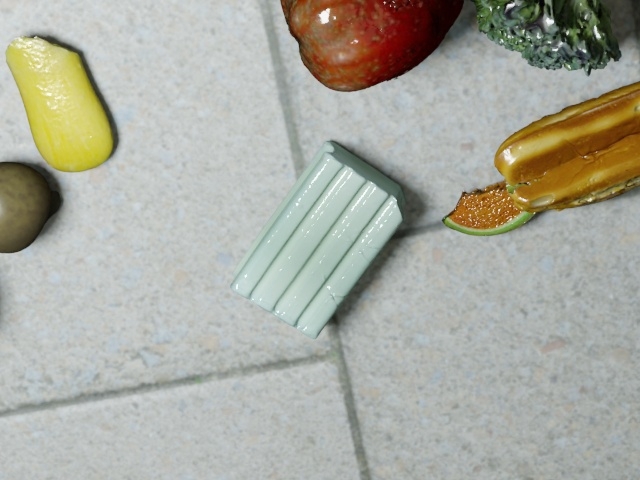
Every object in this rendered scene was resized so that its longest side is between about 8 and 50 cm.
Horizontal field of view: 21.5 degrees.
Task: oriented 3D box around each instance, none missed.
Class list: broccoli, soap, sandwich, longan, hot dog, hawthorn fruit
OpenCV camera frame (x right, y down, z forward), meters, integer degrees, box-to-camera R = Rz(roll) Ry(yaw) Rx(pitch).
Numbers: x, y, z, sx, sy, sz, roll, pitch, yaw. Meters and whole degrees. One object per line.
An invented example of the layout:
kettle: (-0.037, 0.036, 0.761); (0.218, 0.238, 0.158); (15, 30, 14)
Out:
broccoli: (0.264, -0.327, 1.752); (0.165, 0.145, 0.304); (13, 99, -9)
soap: (-0.287, -0.154, 1.869); (0.089, 0.033, 0.168); (-14, 111, 4)
sandwich: (0.203, -0.043, 1.907); (0.135, 0.029, 0.067); (-27, 107, 9)
longan: (-0.346, -0.037, 1.889); (0.119, 0.106, 0.106); (-1, 119, -44)
hot dog: (0.322, -0.107, 1.846); (0.269, 0.072, 0.115); (-19, 93, -1)
soap: (0.000, 0.000, 1.908); (0.119, 0.066, 0.198); (32, 109, -13)
hawthorn fruit: (0.075, -0.252, 1.749); (0.235, 0.181, 0.181); (-19, 110, 13)
